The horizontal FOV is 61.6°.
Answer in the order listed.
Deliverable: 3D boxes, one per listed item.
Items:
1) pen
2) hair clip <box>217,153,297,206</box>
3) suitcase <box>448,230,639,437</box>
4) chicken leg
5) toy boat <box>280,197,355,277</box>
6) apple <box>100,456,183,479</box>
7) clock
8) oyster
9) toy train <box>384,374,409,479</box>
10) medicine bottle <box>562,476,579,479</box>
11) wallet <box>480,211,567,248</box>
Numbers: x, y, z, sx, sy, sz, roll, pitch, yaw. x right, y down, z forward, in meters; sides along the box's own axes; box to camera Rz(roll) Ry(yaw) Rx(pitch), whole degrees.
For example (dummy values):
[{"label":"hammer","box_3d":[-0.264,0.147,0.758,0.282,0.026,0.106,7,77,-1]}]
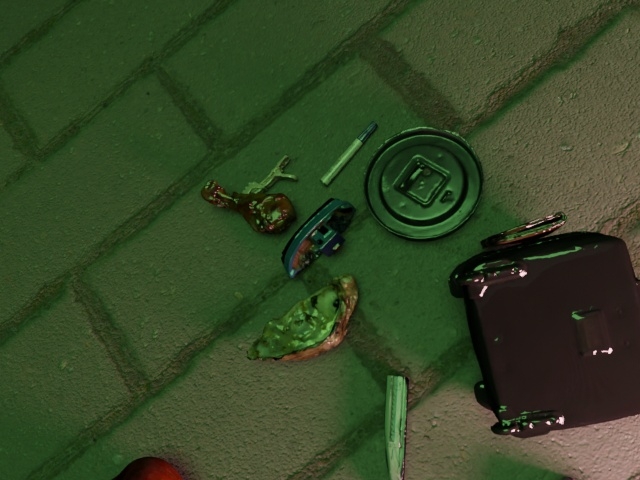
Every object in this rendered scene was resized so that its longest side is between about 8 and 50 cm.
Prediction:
[{"label":"pen","box_3d":[0.071,-0.218,1.344,0.025,0.025,0.204,40,87,21]},{"label":"hair clip","box_3d":[-0.161,-0.130,1.376,0.226,0.034,0.072,-32,72,6]},{"label":"suitcase","box_3d":[0.442,0.168,1.015,0.340,0.188,0.344,-13,89,9]},{"label":"chicken leg","box_3d":[-0.179,-0.087,1.329,0.252,0.087,0.107,21,83,12]},{"label":"toy boat","box_3d":[0.000,0.000,1.262,0.223,0.100,0.097,-47,55,0]},{"label":"apple","box_3d":[-0.392,0.595,1.146,0.234,0.234,0.233,-4,74,14]},{"label":"clock","box_3d":[0.240,-0.131,1.257,0.281,0.055,0.280,-4,74,14]},{"label":"oyster","box_3d":[-0.036,0.196,1.234,0.295,0.094,0.166,-25,51,18]},{"label":"toy train","box_3d":[0.156,0.413,1.126,0.048,0.055,0.251,1,75,15]},{"label":"medicine bottle","box_3d":[0.484,0.547,0.978,0.119,0.094,0.187,15,79,20]},{"label":"wallet","box_3d":[0.394,-0.010,1.076,0.137,0.255,0.031,-15,82,10]}]
